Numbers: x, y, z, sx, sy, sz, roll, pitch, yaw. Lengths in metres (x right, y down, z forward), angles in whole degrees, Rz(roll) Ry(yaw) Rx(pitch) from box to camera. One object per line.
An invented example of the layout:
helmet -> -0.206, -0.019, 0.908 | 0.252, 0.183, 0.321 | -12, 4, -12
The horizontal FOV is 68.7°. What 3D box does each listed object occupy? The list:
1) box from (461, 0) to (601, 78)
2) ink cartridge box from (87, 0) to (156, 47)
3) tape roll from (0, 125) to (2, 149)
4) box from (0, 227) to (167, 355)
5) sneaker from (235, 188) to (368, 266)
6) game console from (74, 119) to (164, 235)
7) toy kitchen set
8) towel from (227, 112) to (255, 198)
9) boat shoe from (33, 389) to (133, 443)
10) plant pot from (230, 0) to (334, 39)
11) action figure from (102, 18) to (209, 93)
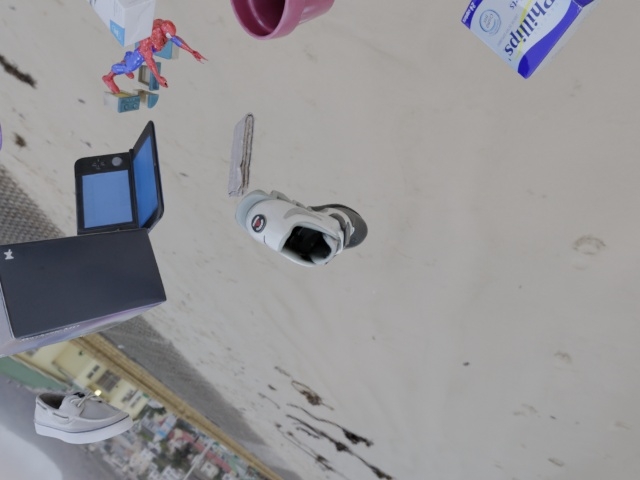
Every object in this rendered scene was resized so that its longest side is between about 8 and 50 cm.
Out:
box -> 0.285, -0.320, 0.638 | 0.137, 0.072, 0.126 | 48, 157, 12
ink cartridge box -> -0.355, -0.429, 0.770 | 0.180, 0.060, 0.104 | 53, 154, -4
tape roll -> -1.000, -0.343, 1.353 | 0.189, 0.080, 0.188 | 16, 114, 38
box -> -0.542, 0.114, 0.988 | 0.294, 0.296, 0.182 | -25, 81, 42
sneaker -> 0.000, 0.000, 0.914 | 0.331, 0.122, 0.146 | 5, -150, -47
game console -> -0.541, -0.146, 1.245 | 0.173, 0.250, 0.293 | 106, 152, -66
toy kitchen set -> -0.500, -0.467, 1.307 | 0.122, 0.166, 0.207 | 20, 116, 12
towel -> -0.282, -0.291, 1.642 | 0.049, 0.282, 0.187 | 5, 179, -23
boat shoe -> -0.504, 0.357, 0.982 | 0.268, 0.096, 0.088 | -7, 93, 32
plant pot -> -0.070, -0.546, 1.005 | 0.201, 0.180, 0.201 | 27, 129, 38
action figure -> -0.361, -0.382, 1.028 | 0.139, 0.091, 0.280 | 41, 148, -27
